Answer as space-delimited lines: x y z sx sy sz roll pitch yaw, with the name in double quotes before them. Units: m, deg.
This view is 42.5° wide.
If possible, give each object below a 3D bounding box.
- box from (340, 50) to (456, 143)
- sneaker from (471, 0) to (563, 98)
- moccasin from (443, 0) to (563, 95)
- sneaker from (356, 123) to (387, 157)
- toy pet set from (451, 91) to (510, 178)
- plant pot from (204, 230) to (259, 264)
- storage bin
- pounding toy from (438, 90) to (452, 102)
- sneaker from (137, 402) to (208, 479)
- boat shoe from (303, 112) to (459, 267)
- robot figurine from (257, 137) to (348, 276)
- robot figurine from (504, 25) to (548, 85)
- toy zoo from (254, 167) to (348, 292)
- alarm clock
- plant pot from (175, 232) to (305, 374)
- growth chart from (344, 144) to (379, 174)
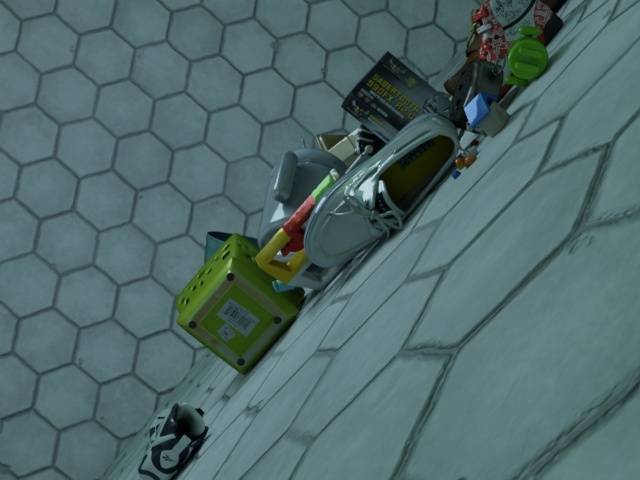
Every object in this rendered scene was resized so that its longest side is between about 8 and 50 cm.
"box" 0.185 -0.287 1.815 0.183 0.231 0.056 -51 1 -37
"sneaker" 0.333 -0.371 1.607 0.270 0.145 0.090 -49 4 0
"moccasin" 0.405 -0.484 1.854 0.380 0.147 0.139 -49 4 2
"sneaker" 0.142 -0.246 1.920 0.162 0.106 0.281 96 -173 -59
"toy pet set" 0.247 -0.182 1.350 0.114 0.065 0.122 -46 6 42
"plant pot" -0.212 0.103 2.407 0.293 0.293 0.196 -93 17 -84
"storage bin" 0.160 -0.304 2.170 0.262 0.123 0.260 -35 -11 29
"pounding toy" 0.290 -0.374 2.340 0.237 0.110 0.183 -51 5 -18
"sneaker" -0.275 0.372 1.641 0.153 0.094 0.235 -47 5 15
"boat shoe" 0.111 -0.068 1.475 0.367 0.136 0.156 -41 17 14
"robot figurine" -0.030 -0.066 1.876 0.199 0.300 0.354 -7 51 19
"robot figurine" 0.352 -0.312 1.402 0.115 0.067 0.101 -60 -19 -67
"toy zoo" 0.000 0.000 1.655 0.293 0.192 0.030 -48 48 18
"alarm clock" 0.285 -0.272 1.480 0.192 0.064 0.129 127 158 -60
"plant pot" -0.182 0.149 1.845 0.227 0.228 0.207 -48 10 7
"growth chart" 0.113 -0.113 1.676 0.172 0.021 0.237 -45 -30 19
